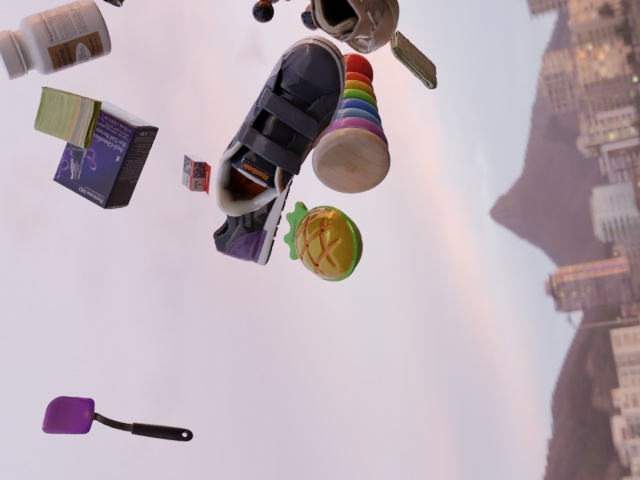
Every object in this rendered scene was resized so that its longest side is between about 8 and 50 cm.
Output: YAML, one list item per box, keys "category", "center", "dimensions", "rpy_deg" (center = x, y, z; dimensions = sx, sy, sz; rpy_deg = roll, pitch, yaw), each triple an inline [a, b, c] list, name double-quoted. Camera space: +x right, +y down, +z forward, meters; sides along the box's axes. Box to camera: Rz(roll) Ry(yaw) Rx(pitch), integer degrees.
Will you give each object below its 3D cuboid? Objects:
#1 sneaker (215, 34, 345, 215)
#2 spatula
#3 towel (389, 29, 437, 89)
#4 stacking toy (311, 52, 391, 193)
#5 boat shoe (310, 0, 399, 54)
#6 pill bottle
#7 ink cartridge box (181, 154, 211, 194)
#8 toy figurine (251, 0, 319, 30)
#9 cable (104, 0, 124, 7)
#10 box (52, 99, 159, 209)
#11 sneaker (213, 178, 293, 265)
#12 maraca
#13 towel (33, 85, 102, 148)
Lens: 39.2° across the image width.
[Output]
- category: "sneaker"
  center: [-0.065, -0.163, 1.406]
  dimensions: [0.126, 0.321, 0.127]
  rpy_deg: [30, -147, -1]
- category: "spatula"
  center: [-0.399, 0.367, 1.799]
  dimensions: [0.296, 0.030, 0.084]
  rpy_deg: [14, -130, -17]
- category: "towel"
  center: [0.211, -0.413, 2.051]
  dimensions: [0.148, 0.027, 0.110]
  rpy_deg: [37, -148, -21]
- category: "stacking toy"
  center: [0.062, -0.241, 1.696]
  dimensions: [0.330, 0.141, 0.141]
  rpy_deg: [-85, -25, -46]
- category: "boat shoe"
  center: [0.030, -0.342, 1.279]
  dimensions: [0.110, 0.121, 0.341]
  rpy_deg: [-58, -16, -7]
- category: "pill bottle"
  center: [-0.581, -0.431, 1.948]
  dimensions: [0.131, 0.229, 0.131]
  rpy_deg: [55, 159, 33]
- category: "ink cartridge box"
  center: [-0.249, -0.132, 1.803]
  dimensions: [0.115, 0.029, 0.063]
  rpy_deg: [-145, 60, -63]
- category: "toy figurine"
  center: [-0.088, -0.527, 1.834]
  dimensions: [0.213, 0.209, 0.148]
  rpy_deg: [26, -105, -61]
- category: "cable"
  center: [-0.489, -0.539, 1.820]
  dimensions: [0.287, 0.139, 0.072]
  rpy_deg: [80, -156, -77]
- category: "box"
  center: [-0.484, -0.194, 2.033]
  dimensions: [0.207, 0.153, 0.108]
  rpy_deg: [-66, -14, 13]
- category: "sneaker"
  center: [-0.128, -0.092, 1.698]
  dimensions: [0.107, 0.124, 0.283]
  rpy_deg: [-111, 36, -70]
- category: "maraca"
  center: [0.000, 0.000, 1.522]
  dimensions: [0.099, 0.185, 0.127]
  rpy_deg: [-2, -73, -43]
- category: "towel"
  center: [-0.537, -0.261, 1.887]
  dimensions: [0.021, 0.237, 0.102]
  rpy_deg: [14, -85, -46]
